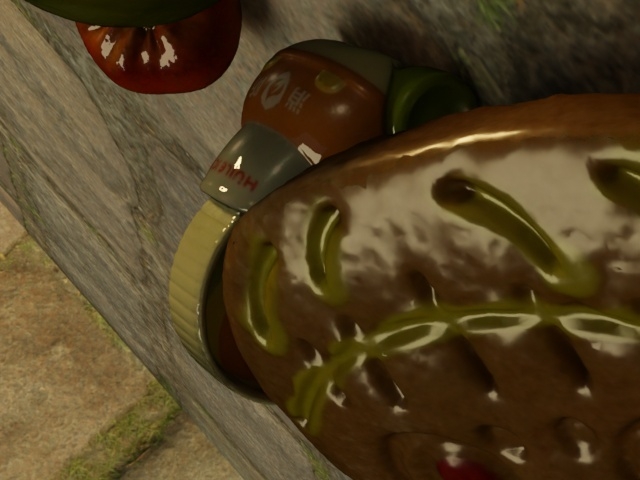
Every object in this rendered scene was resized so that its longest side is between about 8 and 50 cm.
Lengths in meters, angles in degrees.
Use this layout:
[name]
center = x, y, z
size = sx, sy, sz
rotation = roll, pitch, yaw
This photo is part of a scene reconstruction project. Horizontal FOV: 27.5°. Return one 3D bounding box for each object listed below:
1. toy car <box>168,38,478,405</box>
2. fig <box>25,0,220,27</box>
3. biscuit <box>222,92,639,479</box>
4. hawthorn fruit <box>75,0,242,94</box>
[toy car]
center = 0.000, 0.000, 0.836
size = 0.145, 0.235, 0.235
rotation = 27, 151, 53
[fig]
center = -0.127, -0.206, 0.733
size = 0.203, 0.225, 0.203
rotation = 21, 138, 20
[biscuit]
center = 0.134, 0.081, 0.666
size = 0.394, 0.070, 0.350
rotation = -18, 119, 46
[hawthorn fruit]
center = -0.119, -0.163, 0.963
size = 0.125, 0.125, 0.140
rotation = 53, 161, -6
